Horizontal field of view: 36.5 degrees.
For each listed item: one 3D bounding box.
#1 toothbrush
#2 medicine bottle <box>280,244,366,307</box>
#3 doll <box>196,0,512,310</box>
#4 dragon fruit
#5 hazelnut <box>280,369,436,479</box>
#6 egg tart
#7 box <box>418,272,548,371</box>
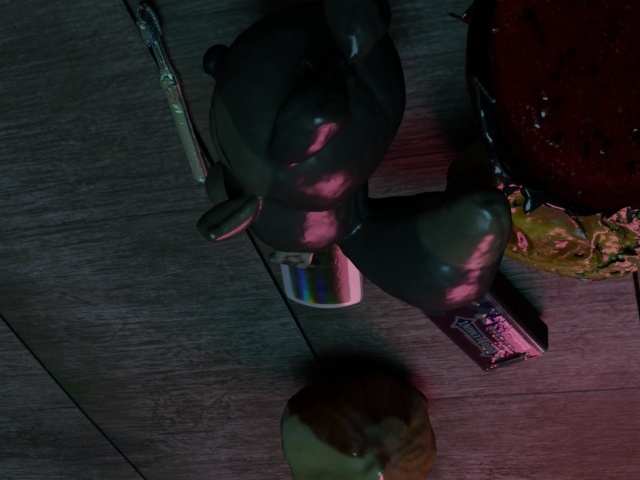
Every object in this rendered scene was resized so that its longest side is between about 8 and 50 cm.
[{"bbox_3d":[-0.178,-0.171,1.195,0.026,0.028,0.294,2,144,12],"label":"toothbrush"},{"bbox_3d":[0.000,0.000,1.311,0.115,0.078,0.219,4,140,10],"label":"medicine bottle"},{"bbox_3d":[0.050,-0.102,1.032,0.379,0.252,0.382,14,159,-8],"label":"doll"},{"bbox_3d":[0.242,-0.171,0.958,0.343,0.282,0.100,53,166,-21],"label":"dragon fruit"},{"bbox_3d":[0.064,0.333,1.549,0.261,0.261,0.241,28,167,-20],"label":"hazelnut"},{"bbox_3d":[0.293,-0.054,1.160,0.297,0.132,0.297,16,152,9],"label":"egg tart"},{"bbox_3d":[0.219,0.095,1.383,0.120,0.069,0.224,-25,128,35],"label":"box"}]
